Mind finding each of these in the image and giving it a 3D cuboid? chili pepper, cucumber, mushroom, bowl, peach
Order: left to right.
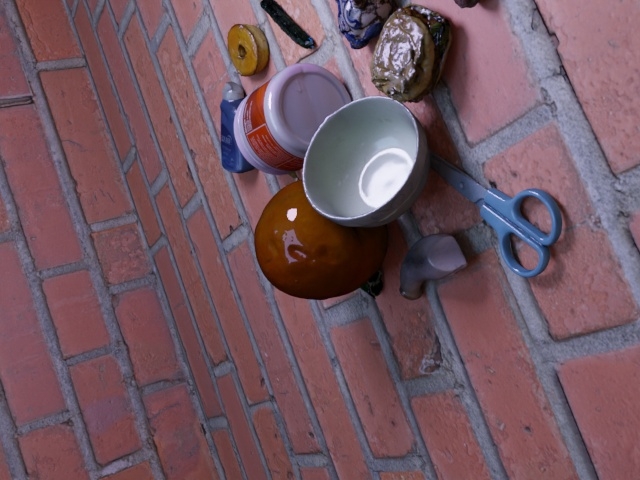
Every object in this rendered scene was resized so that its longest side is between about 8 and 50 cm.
[{"bbox_3d":[-0.093,-0.604,2.013,0.257,0.043,0.044,51,147,32],"label":"cucumber"},{"bbox_3d":[0.000,0.000,1.849,0.343,0.342,0.302,59,137,24],"label":"peach"},{"bbox_3d":[0.090,0.084,2.017,0.227,0.059,0.088,31,133,52],"label":"chili pepper"},{"bbox_3d":[0.123,-0.162,1.656,0.307,0.163,0.307,-17,59,31],"label":"bowl"},{"bbox_3d":[0.252,0.059,1.715,0.270,0.103,0.118,128,127,-65],"label":"mushroom"}]

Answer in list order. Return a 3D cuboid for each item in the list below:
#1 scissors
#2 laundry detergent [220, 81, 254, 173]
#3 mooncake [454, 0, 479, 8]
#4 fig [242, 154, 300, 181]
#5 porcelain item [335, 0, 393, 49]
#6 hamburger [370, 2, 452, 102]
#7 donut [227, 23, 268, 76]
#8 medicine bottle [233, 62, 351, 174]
[{"bbox_3d":[0.339,-0.101,1.557,0.447,0.029,0.193,47,139,42],"label":"scissors"},{"bbox_3d":[-0.282,-0.375,2.372,0.143,0.094,0.290,28,127,55],"label":"laundry detergent"},{"bbox_3d":[0.286,-0.535,1.405,0.130,0.073,0.125,56,143,25],"label":"mooncake"},{"bbox_3d":[-0.130,-0.246,2.169,0.257,0.159,0.159,54,148,0],"label":"fig"},{"bbox_3d":[0.074,-0.601,1.682,0.288,0.138,0.186,66,166,4],"label":"porcelain item"},{"bbox_3d":[0.202,-0.407,1.573,0.183,0.130,0.206,36,114,44],"label":"hamburger"},{"bbox_3d":[-0.218,-0.587,2.205,0.178,0.065,0.162,22,127,52],"label":"donut"},{"bbox_3d":[-0.073,-0.317,1.906,0.241,0.252,0.252,-15,91,58],"label":"medicine bottle"}]
